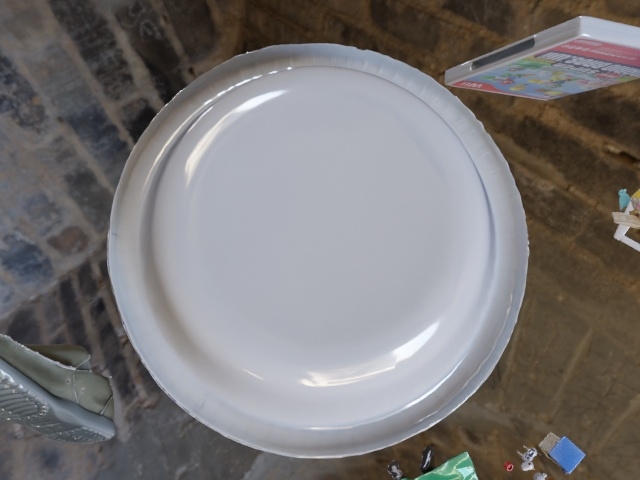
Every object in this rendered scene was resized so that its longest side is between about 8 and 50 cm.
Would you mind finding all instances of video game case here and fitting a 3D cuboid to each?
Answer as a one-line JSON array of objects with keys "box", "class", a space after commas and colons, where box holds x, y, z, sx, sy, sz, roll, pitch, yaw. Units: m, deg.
[{"box": [0.333, -0.240, 0.774, 0.285, 0.203, 0.025, -166, -101, -71], "class": "video game case"}]

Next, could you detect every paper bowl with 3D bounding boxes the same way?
[{"box": [0.000, 0.000, 0.387, 0.284, 0.284, 0.148, 57, -8, 9], "class": "paper bowl"}]

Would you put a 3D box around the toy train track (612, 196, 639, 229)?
[{"box": [0.225, 0.000, 0.373, 0.014, 0.048, 0.083, 110, -8, -50], "class": "toy train track"}]

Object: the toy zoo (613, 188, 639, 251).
[{"box": [0.794, -0.034, 1.224, 0.293, 0.193, 0.030, 35, 20, 19], "class": "toy zoo"}]

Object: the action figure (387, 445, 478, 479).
[{"box": [0.166, 0.358, 0.682, 0.232, 0.137, 0.063, 58, 18, -14], "class": "action figure"}]

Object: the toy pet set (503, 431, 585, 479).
[{"box": [0.400, 0.401, 0.966, 0.122, 0.114, 0.065, 49, -9, -23], "class": "toy pet set"}]

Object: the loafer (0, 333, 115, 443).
[{"box": [-0.311, 0.153, 0.615, 0.251, 0.094, 0.088, 71, 12, -54], "class": "loafer"}]
